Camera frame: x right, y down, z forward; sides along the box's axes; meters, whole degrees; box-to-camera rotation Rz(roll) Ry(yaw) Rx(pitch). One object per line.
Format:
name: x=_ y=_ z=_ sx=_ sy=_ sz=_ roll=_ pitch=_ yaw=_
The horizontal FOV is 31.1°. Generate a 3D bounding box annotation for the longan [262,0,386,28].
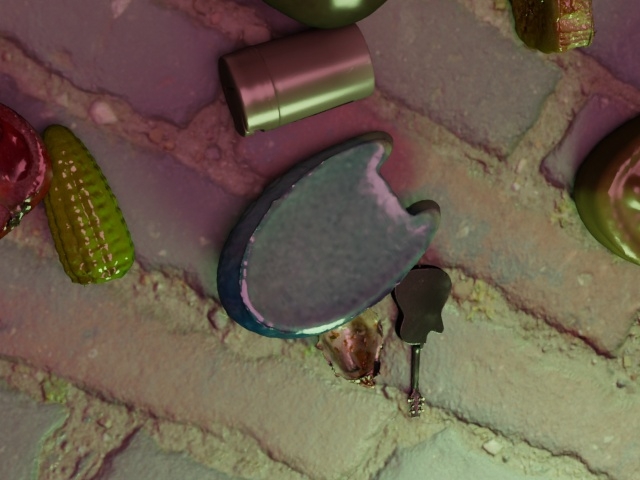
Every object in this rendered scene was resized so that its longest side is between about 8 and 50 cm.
longan: x=0.007 y=-0.385 z=1.407 sx=0.246 sy=0.215 sz=0.246 roll=4 pitch=80 yaw=-20

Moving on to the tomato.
tomato: x=-0.415 y=-0.088 z=1.409 sx=0.173 sy=0.099 sz=0.189 roll=43 pitch=100 yaw=2

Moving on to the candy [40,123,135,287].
candy: x=-0.306 y=-0.047 z=1.463 sx=0.096 sy=0.097 sz=0.210 roll=-20 pitch=102 yaw=-11

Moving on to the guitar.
guitar: x=0.142 y=0.148 z=1.673 sx=0.088 sy=0.025 sz=0.233 roll=-3 pitch=104 yaw=-17

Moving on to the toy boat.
toy boat: x=0.000 y=0.000 z=1.566 sx=0.330 sy=0.123 sz=0.215 roll=-42 pitch=107 yaw=-16

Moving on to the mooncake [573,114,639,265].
mooncake: x=0.487 y=-0.071 z=1.675 sx=0.234 sy=0.117 sz=0.235 roll=-5 pitch=107 yaw=-17

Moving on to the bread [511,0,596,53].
bread: x=0.315 y=-0.322 z=1.553 sx=0.069 sy=0.128 sz=0.140 roll=-11 pitch=107 yaw=-18

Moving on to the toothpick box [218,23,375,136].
toothpick box: x=-0.033 y=-0.211 z=1.489 sx=0.180 sy=0.111 sz=0.111 roll=-19 pitch=108 yaw=-12

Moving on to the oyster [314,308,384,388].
oyster: x=0.039 y=0.142 z=1.627 sx=0.103 sy=0.051 sz=0.148 roll=-14 pitch=92 yaw=-10
